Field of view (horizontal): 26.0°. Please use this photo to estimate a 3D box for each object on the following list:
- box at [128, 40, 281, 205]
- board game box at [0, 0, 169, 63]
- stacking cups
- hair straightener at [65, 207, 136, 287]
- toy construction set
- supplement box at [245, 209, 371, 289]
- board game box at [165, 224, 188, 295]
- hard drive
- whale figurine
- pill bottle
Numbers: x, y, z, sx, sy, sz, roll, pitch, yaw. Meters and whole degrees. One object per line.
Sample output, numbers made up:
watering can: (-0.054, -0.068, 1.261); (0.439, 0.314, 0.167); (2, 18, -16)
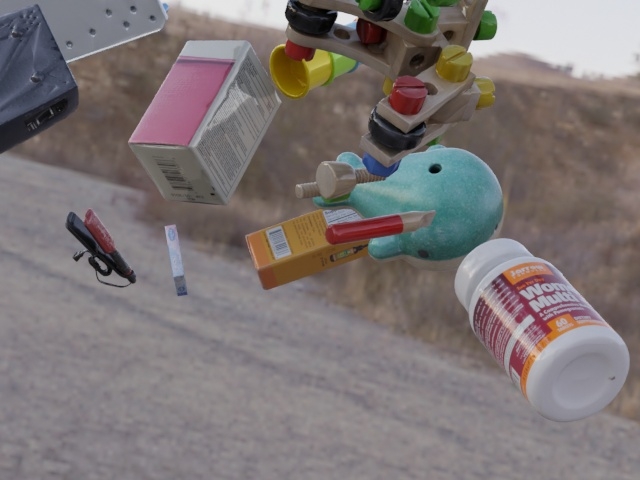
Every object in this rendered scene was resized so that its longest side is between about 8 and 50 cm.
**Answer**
box: (-0.184, -0.192, 2.242); (0.127, 0.232, 0.148); (5, -36, 30)
board game box: (-0.458, -0.427, 1.979); (0.390, 0.390, 0.050); (-15, 24, 19)
stacking cups: (0.056, -0.328, 2.368); (0.096, 0.096, 0.316); (15, 31, 42)
hair straightener: (-0.414, 0.021, 2.591); (0.089, 0.047, 0.230); (-6, -34, 22)
toy construction set: (0.109, -0.159, 1.512); (0.237, 0.308, 0.257); (-8, 23, -31)
supplement box: (0.000, 0.000, 2.295); (0.233, 0.080, 0.078); (-17, -31, -2)
board game box: (-0.234, 0.033, 2.258); (0.020, 0.090, 0.090); (-10, -23, -6)
hard drive: (-0.387, -0.142, 1.460); (0.172, 0.255, 0.054); (59, -9, 40)
whale figurine: (0.121, -0.068, 1.935); (0.272, 0.216, 0.141); (20, -32, 24)
pill bottle: (0.240, 0.094, 1.551); (0.121, 0.121, 0.221); (12, 25, -29)
